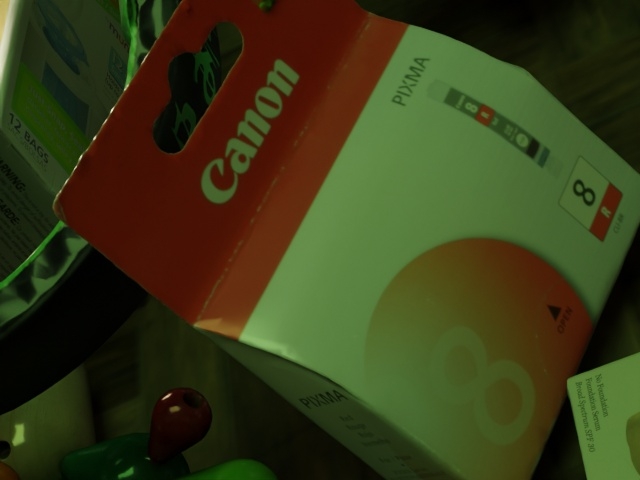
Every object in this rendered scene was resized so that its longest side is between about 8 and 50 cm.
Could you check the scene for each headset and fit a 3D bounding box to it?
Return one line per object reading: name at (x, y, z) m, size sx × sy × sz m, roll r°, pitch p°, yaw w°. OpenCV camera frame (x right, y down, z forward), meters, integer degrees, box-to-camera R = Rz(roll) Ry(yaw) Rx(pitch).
headset at (-0.235, -0.034, 0.625) m, size 0.394 × 0.185 × 0.243 m, roll -19°, pitch 64°, yaw 12°

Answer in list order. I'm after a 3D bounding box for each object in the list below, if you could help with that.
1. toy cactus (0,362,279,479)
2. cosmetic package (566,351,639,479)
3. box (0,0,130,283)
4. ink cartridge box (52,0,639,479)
toy cactus at (-0.119, 0.101, 0.645) m, size 0.219 × 0.112 × 0.180 m, roll -32°, pitch 29°, yaw 18°
cosmetic package at (0.139, 0.055, 0.538) m, size 0.115 × 0.041 × 0.060 m, roll -23°, pitch 40°, yaw 15°
box at (-0.145, -0.063, 0.804) m, size 0.103 × 0.114 × 0.203 m, roll -21°, pitch 40°, yaw 19°
ink cartridge box at (0.020, -0.014, 0.586) m, size 0.045 × 0.179 × 0.145 m, roll -17°, pitch 38°, yaw 52°
